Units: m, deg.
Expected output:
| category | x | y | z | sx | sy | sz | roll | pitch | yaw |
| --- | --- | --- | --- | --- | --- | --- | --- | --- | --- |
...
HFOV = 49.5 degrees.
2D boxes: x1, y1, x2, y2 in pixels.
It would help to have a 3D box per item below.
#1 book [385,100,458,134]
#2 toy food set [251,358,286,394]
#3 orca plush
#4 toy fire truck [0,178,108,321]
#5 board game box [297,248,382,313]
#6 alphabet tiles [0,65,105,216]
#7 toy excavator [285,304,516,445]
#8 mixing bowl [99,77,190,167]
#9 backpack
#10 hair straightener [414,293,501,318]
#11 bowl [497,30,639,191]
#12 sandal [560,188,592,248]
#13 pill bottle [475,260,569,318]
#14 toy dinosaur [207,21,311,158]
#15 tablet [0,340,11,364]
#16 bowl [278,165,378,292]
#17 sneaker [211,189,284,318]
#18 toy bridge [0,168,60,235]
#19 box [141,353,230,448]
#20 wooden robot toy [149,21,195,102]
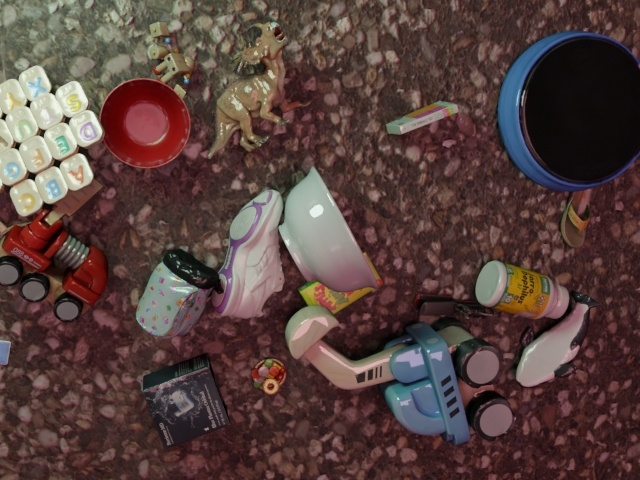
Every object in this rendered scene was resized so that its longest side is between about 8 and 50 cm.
| category | x | y | z | sx | sy | sz | roll | pitch | yaw |
| --- | --- | --- | --- | --- | --- | --- | --- | --- | --- |
| book | 0.232 | -0.281 | 1.595 | 0.144 | 0.096 | 0.035 | -22 | 105 | -8 |
| toy food set | -0.123 | 0.323 | 1.663 | 0.083 | 0.020 | 0.083 | 37 | 91 | -17 |
| orca plush | 0.614 | 0.267 | 1.814 | 0.151 | 0.102 | 0.287 | 22 | 83 | 28 |
| toy fire truck | -0.520 | 0.006 | 1.444 | 0.217 | 0.158 | 0.246 | 39 | 100 | -26 |
| board game box | 0.047 | 0.108 | 1.651 | 0.181 | 0.043 | 0.092 | -32 | 106 | -6 |
| alphabet tiles | -0.581 | -0.201 | 1.388 | 0.284 | 0.021 | 0.277 | -27 | 82 | 2 |
| toy excavator | 0.181 | 0.312 | 1.630 | 0.446 | 0.222 | 0.432 | -19 | 105 | -8 |
| mixing bowl | -0.366 | -0.246 | 1.457 | 0.182 | 0.098 | 0.181 | -2 | 101 | -12 |
| backpack | -0.317 | 0.124 | 1.509 | 0.115 | 0.152 | 0.181 | 9 | 111 | -59 |
| hair straightener | 0.350 | 0.178 | 1.715 | 0.231 | 0.089 | 0.047 | 10 | 113 | -17 |
| bowl | 0.626 | -0.312 | 1.680 | 0.392 | 0.077 | 0.390 | -2 | 97 | -13 |
| sandal | 0.659 | -0.068 | 1.761 | 0.072 | 0.049 | 0.180 | 7 | 98 | -15 |
| pill bottle | 0.505 | 0.130 | 1.726 | 0.209 | 0.117 | 0.117 | 16 | 96 | -16 |
| toy dinosaur | -0.156 | -0.312 | 1.490 | 0.296 | 0.127 | 0.200 | -40 | 99 | 9 |
| tablet | -0.723 | 0.240 | 1.512 | 0.083 | 0.006 | 0.054 | 10 | 98 | -16 |
| bowl | 0.000 | 0.000 | 1.499 | 0.134 | 0.298 | 0.297 | -28 | 106 | 1 |
| sneaker | -0.141 | 0.034 | 1.577 | 0.152 | 0.114 | 0.304 | 18 | 95 | -36 |
| toy bridge | -0.603 | -0.072 | 1.471 | 0.188 | 0.026 | 0.063 | -40 | 108 | -3 |
| box | -0.308 | 0.367 | 1.591 | 0.159 | 0.093 | 0.155 | -19 | 104 | -8 |
| wooden robot toy | -0.306 | -0.376 | 1.474 | 0.076 | 0.079 | 0.173 | -24 | 91 | 35 |
